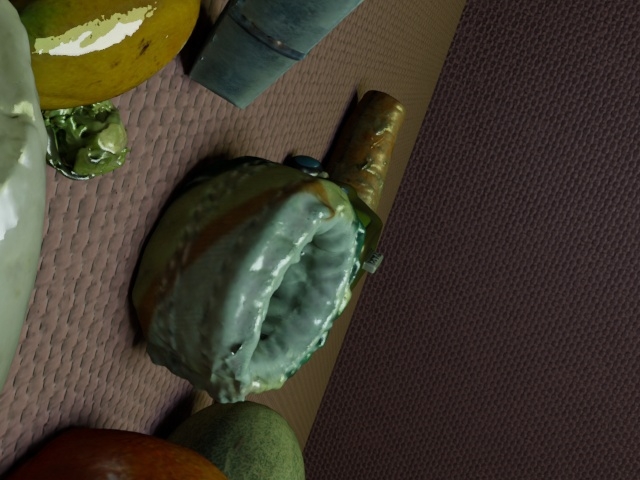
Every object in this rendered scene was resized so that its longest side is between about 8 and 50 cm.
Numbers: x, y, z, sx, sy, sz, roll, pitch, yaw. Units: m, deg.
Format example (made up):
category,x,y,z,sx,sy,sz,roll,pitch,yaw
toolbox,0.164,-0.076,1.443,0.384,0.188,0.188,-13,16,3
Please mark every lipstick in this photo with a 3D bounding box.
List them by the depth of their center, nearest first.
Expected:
category,x,y,z,sx,sy,sz,roll,pitch,yaw
lipstick,-0.037,-0.185,0.530,0.290,0.076,0.077,-9,-126,65

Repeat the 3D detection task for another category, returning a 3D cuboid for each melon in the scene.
category,x,y,z,sx,sy,sz,roll,pitch,yaw
melon,-0.150,0.388,0.943,0.248,0.249,0.329,98,13,-49

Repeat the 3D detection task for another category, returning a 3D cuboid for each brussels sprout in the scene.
category,x,y,z,sx,sy,sz,roll,pitch,yaw
brussels sprout,-0.174,-0.078,0.479,0.085,0.058,0.085,-38,139,-43

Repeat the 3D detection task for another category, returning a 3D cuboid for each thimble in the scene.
category,x,y,z,sx,sy,sz,roll,pitch,yaw
thimble,-0.079,0.045,0.778,0.288,0.167,0.254,-56,153,-21

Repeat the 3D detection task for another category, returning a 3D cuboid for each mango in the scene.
category,x,y,z,sx,sy,sz,roll,pitch,yaw
mango,-0.144,-0.133,0.407,0.165,0.089,0.115,-51,-169,-26

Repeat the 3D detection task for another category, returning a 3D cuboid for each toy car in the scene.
category,x,y,z,sx,sy,sz,roll,pitch,yaw
toy car,0.000,0.000,1.028,0.248,0.198,0.204,-45,156,-57

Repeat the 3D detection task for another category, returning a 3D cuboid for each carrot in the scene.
category,x,y,z,sx,sy,sz,roll,pitch,yaw
carrot,0.073,-0.137,1.279,0.138,0.139,0.301,71,42,-72

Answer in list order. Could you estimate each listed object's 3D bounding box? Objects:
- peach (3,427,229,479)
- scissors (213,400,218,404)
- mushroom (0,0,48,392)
category,x,y,z,sx,sy,sz,roll,pitch,yaw
peach,-0.179,0.340,0.620,0.306,0.380,0.242,-17,134,-41
scissors,-0.156,0.212,1.164,0.247,0.017,0.144,97,19,-47
mushroom,-0.215,0.028,0.332,0.349,0.128,0.128,-68,169,21
